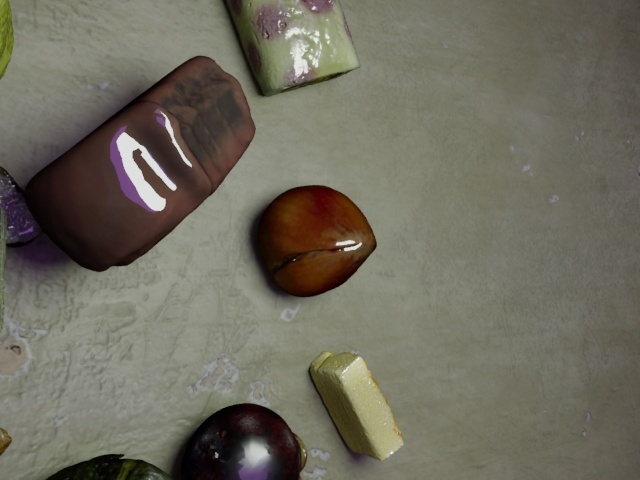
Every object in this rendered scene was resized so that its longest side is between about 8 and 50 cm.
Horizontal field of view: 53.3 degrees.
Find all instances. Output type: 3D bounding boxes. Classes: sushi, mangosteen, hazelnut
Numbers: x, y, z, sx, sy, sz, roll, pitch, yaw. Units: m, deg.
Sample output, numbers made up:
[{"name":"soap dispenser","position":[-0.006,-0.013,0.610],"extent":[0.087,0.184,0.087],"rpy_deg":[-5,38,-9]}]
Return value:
[{"name":"sushi","position":[-0.460,-0.052,0.897],"extent":[0.150,0.078,0.090],"rpy_deg":[42,72,-20]},{"name":"mangosteen","position":[-0.106,0.359,1.004],"extent":[0.230,0.194,0.194],"rpy_deg":[31,68,-50]},{"name":"hazelnut","position":[0.000,0.000,1.084],"extent":[0.208,0.208,0.208],"rpy_deg":[4,82,-30]}]

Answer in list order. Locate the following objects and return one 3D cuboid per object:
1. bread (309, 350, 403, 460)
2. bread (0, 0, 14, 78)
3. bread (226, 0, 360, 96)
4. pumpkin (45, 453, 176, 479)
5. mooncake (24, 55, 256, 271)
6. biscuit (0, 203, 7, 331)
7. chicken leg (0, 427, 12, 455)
[{"name":"bread","position":[0.063,0.288,1.129],"extent":[0.068,0.125,0.188],"rpy_deg":[-31,99,-28]},{"name":"bread","position":[-0.537,-0.307,0.751],"extent":[0.348,0.308,0.348],"rpy_deg":[5,81,-33]},{"name":"bread","position":[-0.069,-0.435,1.125],"extent":[0.187,0.155,0.338],"rpy_deg":[-21,95,-26]},{"name":"pumpkin","position":[-0.284,0.452,0.845],"extent":[0.320,0.192,0.320],"rpy_deg":[0,92,-3]},{"name":"mooncake","position":[-0.234,-0.110,0.896],"extent":[0.334,0.326,0.174],"rpy_deg":[-38,107,-5]},{"name":"biscuit","position":[-0.493,0.010,0.835],"extent":[0.147,0.046,0.250],"rpy_deg":[5,103,-13]},{"name":"chicken leg","position":[-0.520,0.325,0.816],"extent":[0.251,0.087,0.107],"rpy_deg":[-38,114,-34]}]
